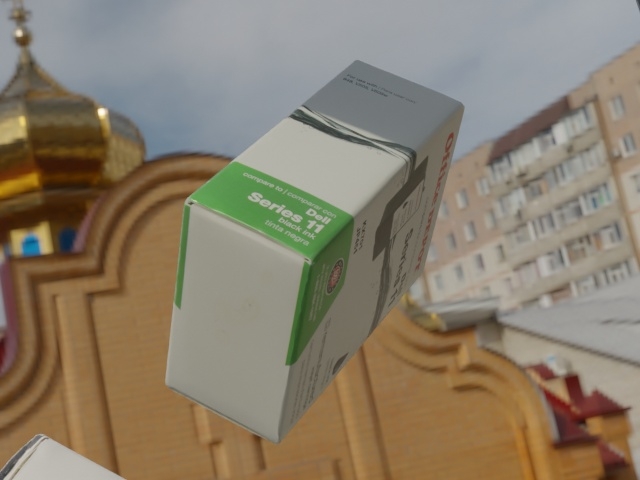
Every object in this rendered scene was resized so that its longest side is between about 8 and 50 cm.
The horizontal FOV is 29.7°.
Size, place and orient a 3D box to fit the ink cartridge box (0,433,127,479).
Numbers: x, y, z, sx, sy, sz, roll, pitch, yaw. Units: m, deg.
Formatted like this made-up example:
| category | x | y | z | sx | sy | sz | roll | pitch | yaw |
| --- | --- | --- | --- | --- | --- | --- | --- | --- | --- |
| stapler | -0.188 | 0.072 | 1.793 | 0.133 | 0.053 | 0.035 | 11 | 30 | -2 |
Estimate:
| category | x | y | z | sx | sy | sz | roll | pitch | yaw |
| --- | --- | --- | --- | --- | --- | --- | --- | --- | --- |
| ink cartridge box | -0.173 | 0.261 | 0.806 | 0.218 | 0.159 | 0.092 | -62 | -1 | 28 |

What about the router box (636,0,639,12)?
| category | x | y | z | sx | sy | sz | roll | pitch | yaw |
| --- | --- | --- | --- | --- | --- | --- | --- | --- | --- |
| router box | 0.266 | -0.291 | 0.689 | 0.243 | 0.308 | 0.081 | -14 | -9 | -7 |

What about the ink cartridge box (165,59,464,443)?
| category | x | y | z | sx | sy | sz | roll | pitch | yaw |
| --- | --- | --- | --- | --- | --- | --- | --- | --- | --- |
| ink cartridge box | 0.000 | 0.000 | 0.758 | 0.208 | 0.087 | 0.153 | -46 | -26 | -46 |
